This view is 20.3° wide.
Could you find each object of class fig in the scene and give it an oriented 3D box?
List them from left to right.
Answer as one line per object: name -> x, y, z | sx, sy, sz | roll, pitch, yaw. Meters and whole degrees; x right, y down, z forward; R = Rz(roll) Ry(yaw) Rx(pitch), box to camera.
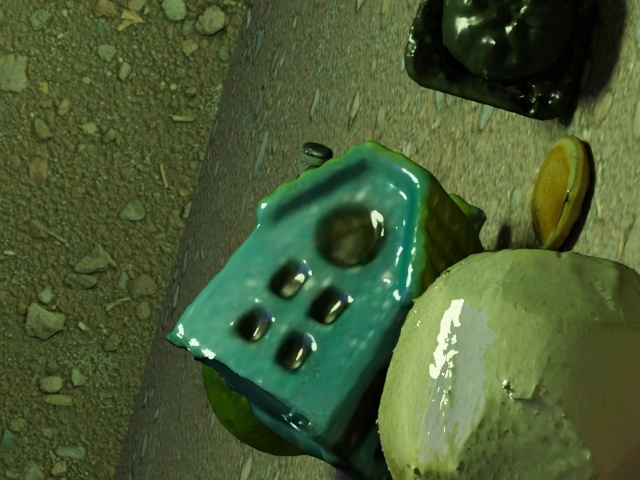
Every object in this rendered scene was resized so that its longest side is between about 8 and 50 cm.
fig -> 0.000, 0.118, 2.057 | 0.275, 0.206, 0.206 | -43, 30, 30

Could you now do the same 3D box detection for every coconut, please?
coconut -> 0.153, 0.130, 1.277 | 0.227, 0.227, 0.230 | 146, 137, -72

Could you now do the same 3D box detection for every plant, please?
plant -> 0.167, -0.194, 1.672 | 0.256, 0.164, 0.142 | 24, -97, -88

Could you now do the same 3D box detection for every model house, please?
model house -> 0.040, 0.063, 1.679 | 0.303, 0.215, 0.237 | -58, -29, -10

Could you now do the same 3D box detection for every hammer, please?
hammer -> 0.001, 0.000, 2.446 | 0.427, 0.044, 0.152 | -111, 35, -67

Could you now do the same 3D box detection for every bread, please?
bread -> 0.213, -0.042, 1.607 | 0.110, 0.024, 0.110 | -167, 90, -76

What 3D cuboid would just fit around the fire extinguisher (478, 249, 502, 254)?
fire extinguisher -> 0.142, 0.136, 1.594 | 0.106, 0.075, 0.252 | 8, 85, 48
